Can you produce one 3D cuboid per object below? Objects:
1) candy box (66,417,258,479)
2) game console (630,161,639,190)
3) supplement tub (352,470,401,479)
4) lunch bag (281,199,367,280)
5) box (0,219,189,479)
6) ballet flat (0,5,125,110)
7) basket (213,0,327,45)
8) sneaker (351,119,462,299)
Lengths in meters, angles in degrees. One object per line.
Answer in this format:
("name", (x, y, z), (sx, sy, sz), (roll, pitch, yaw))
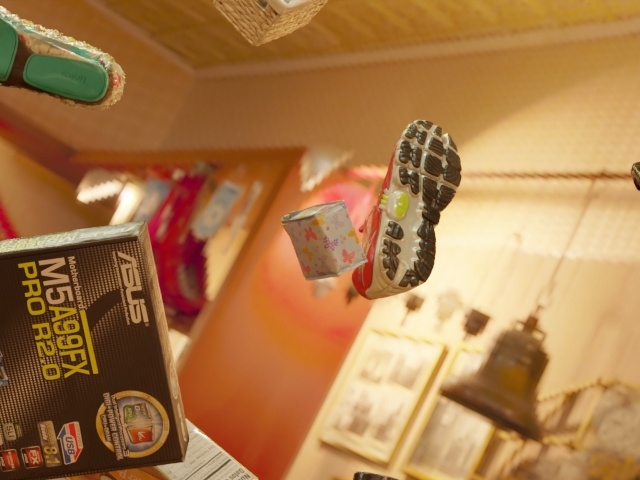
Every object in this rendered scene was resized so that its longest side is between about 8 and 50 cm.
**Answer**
("candy box", (-0.225, 0.269, 1.782), (0.316, 0.087, 0.183), (36, -39, 22))
("game console", (0.550, -0.052, 1.716), (0.361, 0.044, 0.213), (4, 15, -8))
("supplement tub", (0.061, 0.419, 1.995), (0.106, 0.198, 0.106), (10, -16, 3))
("lunch bag", (0.000, 0.000, 1.472), (0.083, 0.053, 0.071), (-12, -79, 55))
("box", (-0.273, 0.125, 1.599), (0.216, 0.270, 0.060), (-7, 18, 4))
("ballet flat", (-0.330, -0.208, 1.671), (0.241, 0.091, 0.077), (26, 11, 8))
("basket", (-0.067, -0.381, 2.249), (0.113, 0.167, 0.103), (47, -50, 8))
("sneaker", (0.101, -0.043, 1.946), (0.107, 0.279, 0.118), (35, -35, -20))
